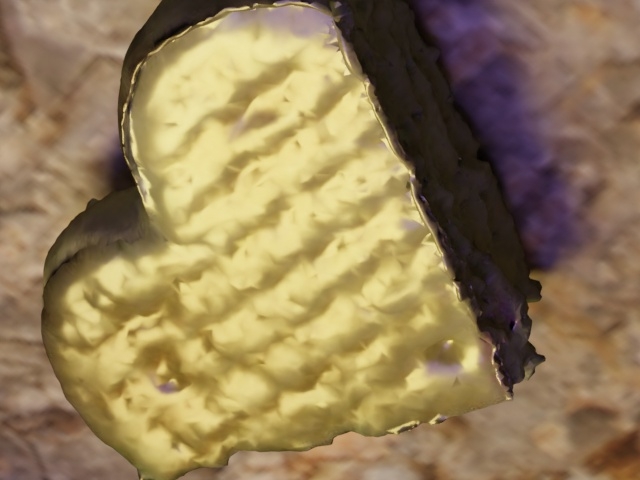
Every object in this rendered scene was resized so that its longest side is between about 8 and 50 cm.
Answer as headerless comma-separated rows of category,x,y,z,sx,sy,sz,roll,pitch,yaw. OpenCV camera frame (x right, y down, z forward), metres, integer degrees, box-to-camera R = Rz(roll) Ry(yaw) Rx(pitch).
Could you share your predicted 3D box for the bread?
bread,0.000,0.000,0.671,0.172,0.064,0.232,20,134,-4
